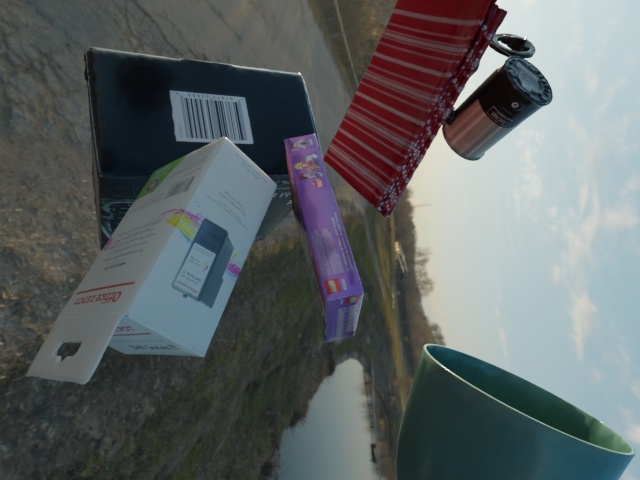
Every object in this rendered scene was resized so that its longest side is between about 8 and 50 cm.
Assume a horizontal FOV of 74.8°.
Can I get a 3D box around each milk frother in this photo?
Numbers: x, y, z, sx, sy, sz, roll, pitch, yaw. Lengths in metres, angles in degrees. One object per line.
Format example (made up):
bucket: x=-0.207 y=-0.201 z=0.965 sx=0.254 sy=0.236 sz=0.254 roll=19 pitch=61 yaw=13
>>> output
milk frother: x=0.257 y=-0.221 z=0.630 sx=0.129 sy=0.135 sz=0.143 roll=48 pitch=55 yaw=2

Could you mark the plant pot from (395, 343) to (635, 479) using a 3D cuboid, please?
plant pot: x=0.245 y=0.326 z=0.616 sx=0.293 sy=0.293 sz=0.235 roll=17 pitch=95 yaw=-79

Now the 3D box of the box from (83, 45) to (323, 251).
box: x=-0.317 y=-0.188 z=1.078 sx=0.472 sy=0.480 sz=0.297 roll=-35 pitch=-116 yaw=58

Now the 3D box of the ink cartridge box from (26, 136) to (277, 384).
ink cartridge box: x=-0.220 y=0.042 z=0.584 sx=0.119 sy=0.207 sz=0.353 roll=44 pitch=51 yaw=-35

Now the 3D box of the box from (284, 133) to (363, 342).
box: x=0.000 y=0.000 z=0.701 sx=0.201 sy=0.057 sz=0.293 roll=88 pitch=-12 yaw=-61

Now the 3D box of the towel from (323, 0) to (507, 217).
towel: x=0.100 y=-0.193 z=0.560 sx=0.274 sy=0.031 sz=0.199 roll=-63 pitch=-145 yaw=21
